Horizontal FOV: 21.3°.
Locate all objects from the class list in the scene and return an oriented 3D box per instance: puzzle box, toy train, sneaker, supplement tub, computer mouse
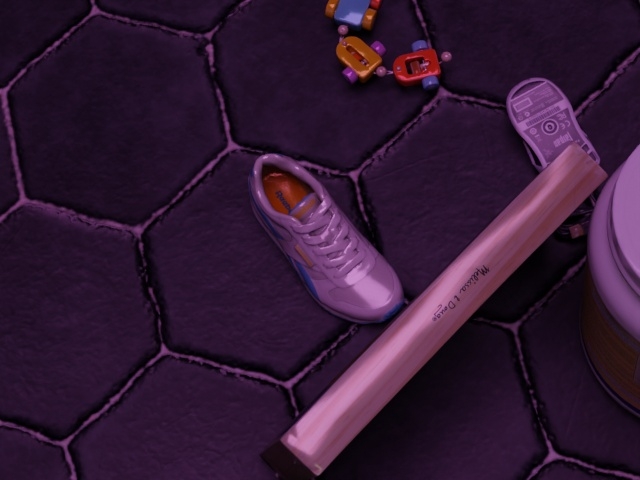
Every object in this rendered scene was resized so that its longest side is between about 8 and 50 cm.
[{"bbox_3d":[0.105,0.084,1.713,0.052,0.272,0.409,45,79,3],"label":"puzzle box"},{"bbox_3d":[0.074,-0.234,1.968,0.125,0.046,0.166,-18,70,-2],"label":"toy train"},{"bbox_3d":[0.000,0.000,1.854,0.087,0.092,0.229,-41,71,-12],"label":"sneaker"},{"bbox_3d":[0.378,0.036,1.667,0.241,0.331,0.241,-2,68,5],"label":"supplement tub"},{"bbox_3d":[0.273,-0.094,1.891,0.106,0.042,0.193,-27,73,0],"label":"computer mouse"}]
